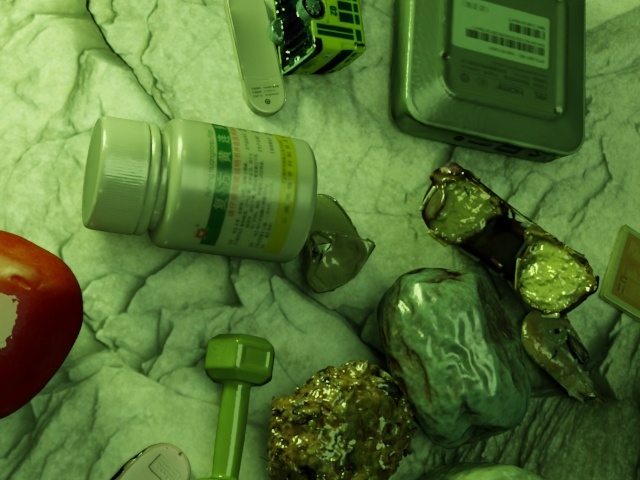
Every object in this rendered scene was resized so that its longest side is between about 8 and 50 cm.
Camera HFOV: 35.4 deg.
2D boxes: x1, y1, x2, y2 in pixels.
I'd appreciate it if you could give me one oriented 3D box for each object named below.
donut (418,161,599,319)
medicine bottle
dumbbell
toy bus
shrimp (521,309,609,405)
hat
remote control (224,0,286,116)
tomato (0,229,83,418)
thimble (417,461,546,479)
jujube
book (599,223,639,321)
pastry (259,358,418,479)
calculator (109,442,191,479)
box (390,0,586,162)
[{"bbox_3d":[0.319,-0.002,1.767,0.345,0.259,0.136,38,97,0],"label":"donut"},{"bbox_3d":[-0.194,-0.084,1.589,0.340,0.208,0.208,8,74,-21],"label":"medicine bottle"},{"bbox_3d":[-0.140,0.297,1.568,0.121,0.108,0.302,16,71,-27],"label":"dumbbell"},{"bbox_3d":[-0.008,-0.429,1.790,0.150,0.128,0.262,1,75,-34],"label":"toy bus"},{"bbox_3d":[0.464,0.217,1.878,0.223,0.047,0.126,46,55,-5],"label":"shrimp"},{"bbox_3d":[0.000,0.000,1.735,0.147,0.085,0.175,-9,57,-37],"label":"hat"},{"bbox_3d":[-0.117,-0.340,1.788,0.077,0.022,0.245,-10,81,-22],"label":"remote control"},{"bbox_3d":[-0.481,0.114,1.414,0.299,0.226,0.298,6,75,-25],"label":"tomato"},{"bbox_3d":[0.262,0.508,1.637,0.291,0.195,0.291,6,74,-22],"label":"thimble"},{"bbox_3d":[0.213,0.186,1.680,0.246,0.215,0.308,14,53,-56],"label":"jujube"},{"bbox_3d":[0.678,0.097,2.007,0.242,0.018,0.170,30,67,-13],"label":"book"},{"bbox_3d":[0.039,0.322,1.563,0.275,0.193,0.275,-6,105,-23],"label":"pastry"},{"bbox_3d":[-0.270,0.385,1.542,0.103,0.024,0.166,47,63,-6],"label":"calculator"},{"bbox_3d":[0.329,-0.365,1.928,0.396,0.111,0.396,8,76,-21],"label":"box"}]
